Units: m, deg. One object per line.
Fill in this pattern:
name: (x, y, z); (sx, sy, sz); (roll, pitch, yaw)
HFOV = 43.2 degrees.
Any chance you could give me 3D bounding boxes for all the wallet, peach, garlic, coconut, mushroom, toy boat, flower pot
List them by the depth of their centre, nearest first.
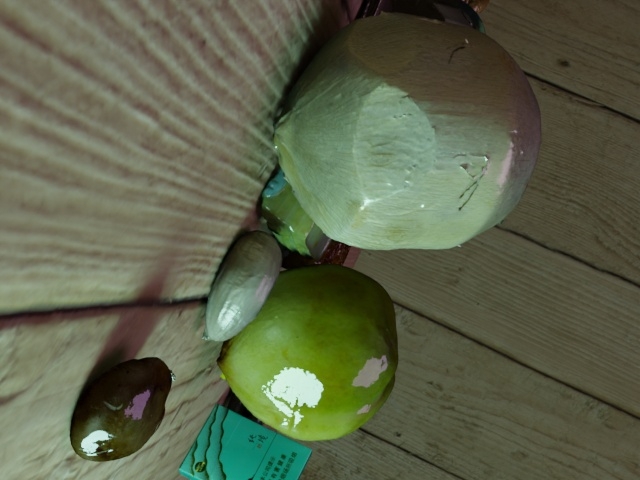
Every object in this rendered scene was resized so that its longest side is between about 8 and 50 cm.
mushroom: (-0.219, 0.191, 0.942); (0.135, 0.080, 0.170); (-58, 173, 26)
coconut: (0.108, -0.157, 1.170); (0.346, 0.361, 0.346); (-172, -90, -74)
garlic: (-0.118, 0.069, 1.232); (0.101, 0.087, 0.195); (141, -27, -78)
toy boat: (-0.024, -0.035, 1.372); (0.111, 0.084, 0.276); (-59, 163, -11)
wallet: (0.094, -0.381, 1.410); (0.153, 0.039, 0.117); (-19, 133, -83)
peach: (-0.012, 0.182, 1.437); (0.314, 0.316, 0.281); (-80, -175, -54)
flower pot: (0.207, -0.391, 1.614); (0.203, 0.212, 0.212); (-22, 138, -64)

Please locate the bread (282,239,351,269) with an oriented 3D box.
bread: (0.000, 0.000, 1.710); (0.185, 0.109, 0.380); (-62, 173, -2)

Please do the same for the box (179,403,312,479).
box: (-0.153, 0.455, 1.665); (0.160, 0.227, 0.042); (-59, 167, -32)

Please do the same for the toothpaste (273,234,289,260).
toothpaste: (-0.053, -0.051, 1.458); (0.067, 0.037, 0.255); (-50, 161, -55)

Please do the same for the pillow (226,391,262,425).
pillow: (-0.116, 0.286, 1.877); (0.326, 0.101, 0.228); (-64, 174, 6)

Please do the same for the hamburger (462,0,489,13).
hamburger: (0.366, -0.640, 1.995); (0.283, 0.157, 0.143); (-48, 161, -59)

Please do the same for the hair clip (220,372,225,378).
hair clip: (-0.145, 0.194, 1.580); (0.173, 0.046, 0.072); (-62, 168, -9)
